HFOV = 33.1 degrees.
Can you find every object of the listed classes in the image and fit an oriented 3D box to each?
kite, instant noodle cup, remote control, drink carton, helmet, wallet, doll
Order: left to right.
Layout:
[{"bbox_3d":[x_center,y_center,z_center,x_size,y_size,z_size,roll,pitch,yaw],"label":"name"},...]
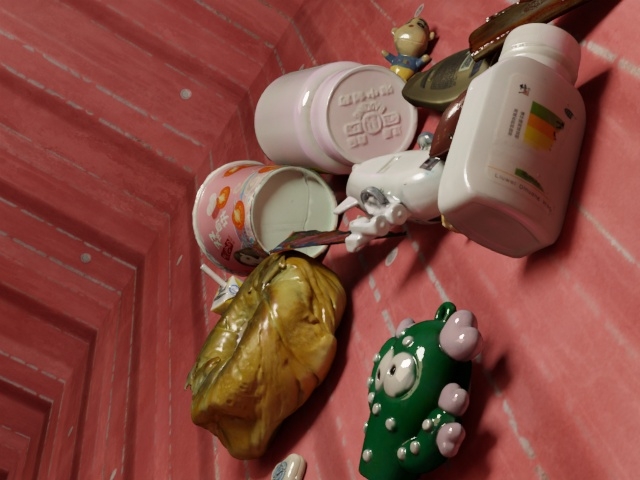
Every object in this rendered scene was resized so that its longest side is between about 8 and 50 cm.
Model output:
[{"bbox_3d":[-0.148,0.118,2.033,0.084,0.200,0.075,-32,35,57],"label":"drink carton"},{"bbox_3d":[-0.102,-0.045,2.127,0.231,0.243,0.243,0,62,62],"label":"instant noodle cup"},{"bbox_3d":[-0.057,0.388,1.650,0.074,0.032,0.122,-46,22,40],"label":"remote control"},{"bbox_3d":[0.000,0.000,1.851,0.321,0.233,0.016,-1,103,54],"label":"kite"},{"bbox_3d":[0.170,-0.368,2.100,0.089,0.102,0.179,73,-148,-58],"label":"doll"},{"bbox_3d":[0.237,-0.154,1.554,0.155,0.106,0.175,-56,14,-5],"label":"helmet"},{"bbox_3d":[0.330,-0.346,1.570,0.255,0.031,0.137,-27,25,18],"label":"wallet"}]

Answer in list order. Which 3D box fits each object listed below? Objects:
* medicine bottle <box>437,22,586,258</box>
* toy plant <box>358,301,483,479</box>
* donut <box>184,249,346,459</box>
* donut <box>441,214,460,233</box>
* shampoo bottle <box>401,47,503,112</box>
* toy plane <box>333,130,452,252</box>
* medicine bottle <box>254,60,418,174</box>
[{"bbox_3d":[0.258,-0.136,1.384,0.111,0.161,0.296,-32,32,54],"label":"medicine bottle"},{"bbox_3d":[0.123,0.189,1.339,0.232,0.112,0.243,-36,36,56],"label":"toy plant"},{"bbox_3d":[-0.093,0.191,1.837,0.360,0.170,0.360,-52,16,21],"label":"donut"},{"bbox_3d":[0.234,-0.055,1.479,0.108,0.065,0.166,-62,18,-4],"label":"donut"},{"bbox_3d":[0.236,-0.262,1.755,0.126,0.084,0.350,-55,17,-10],"label":"shampoo bottle"},{"bbox_3d":[0.128,-0.078,1.684,0.266,0.123,0.267,-32,18,12],"label":"toy plane"},{"bbox_3d":[0.023,-0.233,2.069,0.214,0.213,0.378,-63,20,-6],"label":"medicine bottle"}]
